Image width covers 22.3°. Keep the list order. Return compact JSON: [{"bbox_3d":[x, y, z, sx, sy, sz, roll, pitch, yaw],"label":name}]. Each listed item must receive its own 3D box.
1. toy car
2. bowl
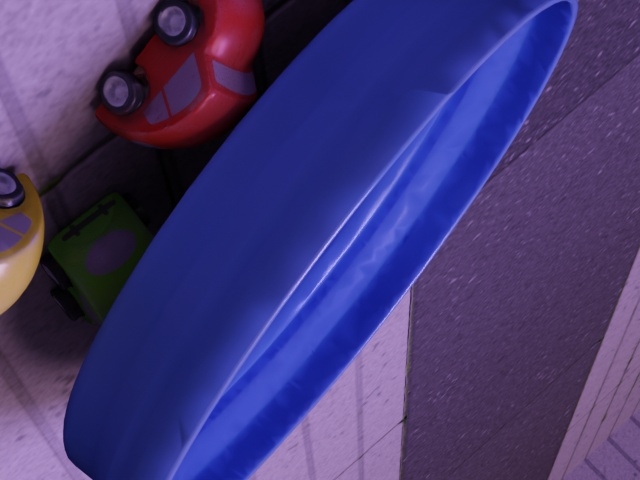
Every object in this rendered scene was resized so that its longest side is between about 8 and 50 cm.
[{"bbox_3d":[-0.108,-0.006,0.818,0.239,0.053,0.225,-39,161,-15],"label":"toy car"},{"bbox_3d":[0.000,0.000,0.926,0.391,0.077,0.391,-50,170,-12],"label":"bowl"}]
